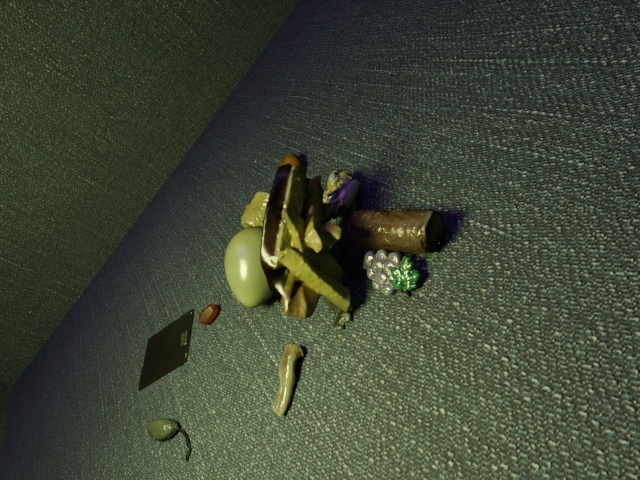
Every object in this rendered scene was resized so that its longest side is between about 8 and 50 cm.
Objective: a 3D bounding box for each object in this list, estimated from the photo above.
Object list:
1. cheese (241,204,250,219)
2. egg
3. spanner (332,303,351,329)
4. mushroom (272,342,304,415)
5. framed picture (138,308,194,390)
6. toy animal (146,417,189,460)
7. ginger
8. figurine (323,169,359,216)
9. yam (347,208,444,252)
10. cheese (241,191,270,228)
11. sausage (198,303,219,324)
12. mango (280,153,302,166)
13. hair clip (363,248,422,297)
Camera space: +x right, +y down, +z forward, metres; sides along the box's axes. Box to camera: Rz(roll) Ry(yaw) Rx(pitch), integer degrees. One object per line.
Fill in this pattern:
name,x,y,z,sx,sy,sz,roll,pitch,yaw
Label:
cheese,-0.342,-0.127,1.906,0.044,0.030,0.084,-7,62,37
egg,-0.231,0.092,1.455,0.218,0.218,0.296,-17,63,38
spanner,0.039,0.151,1.277,0.071,0.017,0.302,-41,37,16
mushroom,-0.097,0.404,1.197,0.059,0.054,0.202,-15,56,47
framed picture,-0.673,0.475,1.791,0.338,0.014,0.256,-34,41,25
toy animal,-0.519,0.674,1.430,0.252,0.070,0.079,3,98,35
ginger,0.000,0.000,1.180,0.211,0.358,0.414,4,92,21
figurine,0.052,-0.154,1.424,0.208,0.128,0.184,-27,41,37
yam,0.205,-0.026,1.157,0.279,0.131,0.131,5,65,46
cheese,-0.263,-0.120,1.761,0.123,0.093,0.167,7,66,52
sausage,-0.450,0.298,1.655,0.094,0.059,0.054,-50,-7,4
mango,-0.124,-0.298,1.765,0.102,0.084,0.184,-30,47,28
hair clip,0.194,0.090,1.127,0.195,0.052,0.124,14,104,47
